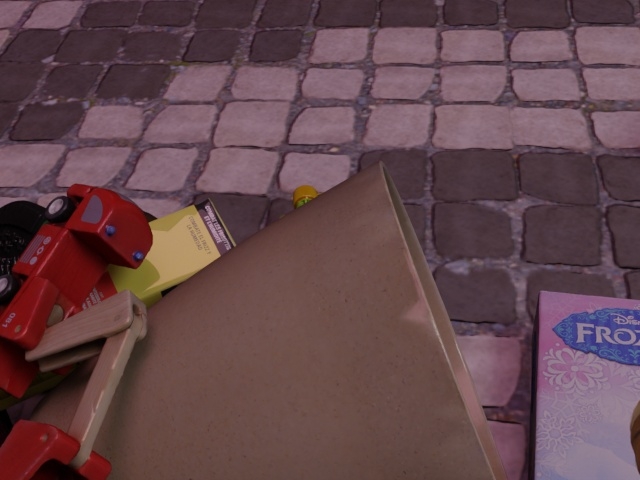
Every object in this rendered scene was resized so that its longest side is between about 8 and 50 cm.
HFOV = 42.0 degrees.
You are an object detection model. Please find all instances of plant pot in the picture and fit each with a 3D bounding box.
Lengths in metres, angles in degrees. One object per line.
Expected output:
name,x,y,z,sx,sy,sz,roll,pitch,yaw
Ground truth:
plant pot,-0.040,0.115,0.549,0.274,0.256,0.257,-20,44,8

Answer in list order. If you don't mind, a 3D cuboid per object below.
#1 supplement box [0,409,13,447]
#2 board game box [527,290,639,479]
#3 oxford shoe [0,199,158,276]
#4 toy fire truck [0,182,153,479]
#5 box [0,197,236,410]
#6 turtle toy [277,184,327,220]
supplement box,-0.276,0.186,0.599,0.130,0.073,0.239,-26,47,-19
board game box,0.297,0.182,0.544,0.318,0.066,0.318,5,45,11
oxford shoe,-0.232,0.011,0.777,0.227,0.096,0.083,1,77,30
toy fire truck,-0.147,0.054,0.492,0.135,0.047,0.192,11,61,38
box,-0.172,0.053,0.601,0.232,0.087,0.058,-23,66,-17
turtle toy,0.000,0.000,0.763,0.130,0.066,0.095,-6,44,1
